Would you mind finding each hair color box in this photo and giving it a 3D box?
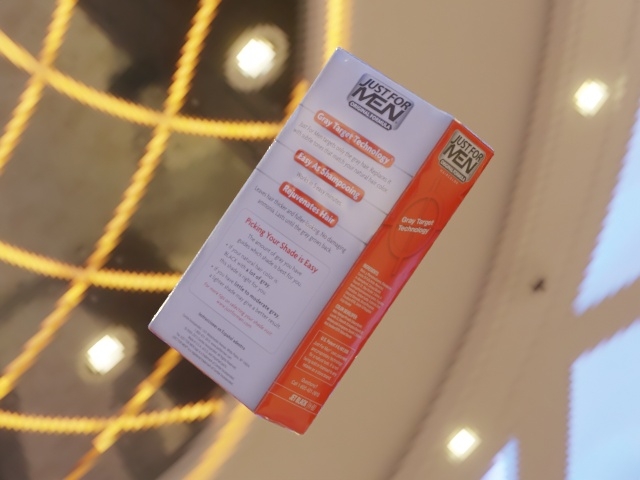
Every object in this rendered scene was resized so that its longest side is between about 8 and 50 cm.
[{"bbox_3d":[0.000,0.000,0.772,0.141,0.072,0.043,-56,-35,2],"label":"hair color box"}]
